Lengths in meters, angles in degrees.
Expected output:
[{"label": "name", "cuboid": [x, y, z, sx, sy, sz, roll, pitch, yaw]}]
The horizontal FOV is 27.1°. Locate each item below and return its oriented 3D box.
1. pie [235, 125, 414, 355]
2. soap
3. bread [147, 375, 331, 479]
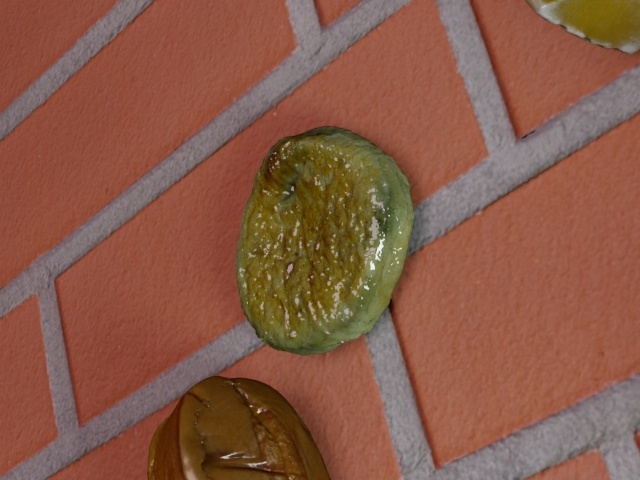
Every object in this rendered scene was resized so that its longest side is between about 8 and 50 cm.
[{"label": "pie", "cuboid": [0.000, 0.000, 1.557, 0.277, 0.078, 0.277, -7, 81, 47]}, {"label": "soap", "cuboid": [0.220, -0.311, 1.331, 0.089, 0.173, 0.274, -48, 52, 24]}, {"label": "bread", "cuboid": [-0.085, 0.284, 1.489, 0.142, 0.195, 0.270, -37, 61, 41]}]
